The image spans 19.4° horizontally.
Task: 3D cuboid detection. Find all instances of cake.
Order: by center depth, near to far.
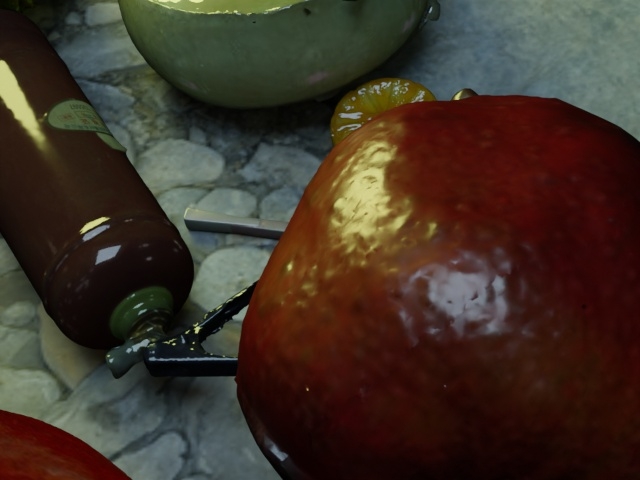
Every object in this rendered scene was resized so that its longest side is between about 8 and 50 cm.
[{"bbox_3d":[0.048,-0.071,1.283,0.084,0.044,0.084,-5,54,7],"label":"cake"}]

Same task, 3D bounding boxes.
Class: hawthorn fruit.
[{"bbox_3d":[0.092,0.038,1.076,0.265,0.265,0.307,-4,47,7],"label":"hawthorn fruit"}]

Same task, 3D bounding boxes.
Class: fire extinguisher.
[{"bbox_3d":[-0.144,-0.021,1.246,0.138,0.102,0.344,-29,56,-13],"label":"fire extinguisher"}]

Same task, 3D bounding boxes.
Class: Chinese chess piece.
[{"bbox_3d":[-0.031,-0.190,1.326,0.237,0.092,0.238,-9,43,8],"label":"Chinese chess piece"}]

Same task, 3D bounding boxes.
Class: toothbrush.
[{"bbox_3d":[0.000,-0.002,1.262,0.194,0.014,0.017,10,59,16],"label":"toothbrush"}]

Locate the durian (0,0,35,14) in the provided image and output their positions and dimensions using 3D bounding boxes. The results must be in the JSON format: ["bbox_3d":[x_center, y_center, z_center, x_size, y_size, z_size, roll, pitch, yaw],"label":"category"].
[{"bbox_3d":[-0.293,-0.229,1.371,0.237,0.176,0.200,-6,65,12],"label":"durian"}]

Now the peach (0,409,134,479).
[{"bbox_3d":[-0.173,0.204,0.996,0.245,0.275,0.249,-3,61,12],"label":"peach"}]
